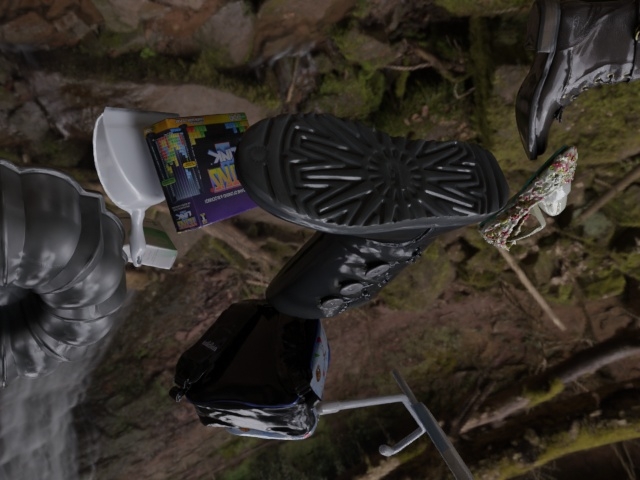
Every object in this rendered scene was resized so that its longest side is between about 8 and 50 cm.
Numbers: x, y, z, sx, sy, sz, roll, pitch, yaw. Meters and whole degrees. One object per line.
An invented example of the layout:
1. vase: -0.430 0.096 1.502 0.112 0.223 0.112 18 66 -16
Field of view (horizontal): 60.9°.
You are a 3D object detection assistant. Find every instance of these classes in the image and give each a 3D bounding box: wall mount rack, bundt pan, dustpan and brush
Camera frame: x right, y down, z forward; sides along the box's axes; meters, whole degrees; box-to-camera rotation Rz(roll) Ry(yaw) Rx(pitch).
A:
1. wall mount rack: 0.142 0.342 0.796 0.131 0.350 0.304 -35 139 1
2. bundt pan: -0.402 0.066 0.689 0.331 0.124 0.330 -19 137 -19
3. dustpan and brush: -0.248 -0.068 0.749 0.060 0.211 0.147 -2 -173 28

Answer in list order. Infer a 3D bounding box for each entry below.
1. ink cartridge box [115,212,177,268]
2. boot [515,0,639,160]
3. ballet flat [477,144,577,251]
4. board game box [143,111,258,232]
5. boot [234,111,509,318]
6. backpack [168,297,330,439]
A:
1. ink cartridge box: -0.436 -0.015 1.155 0.225 0.056 0.181 17 -166 -34
2. boot: 0.418 -0.241 0.797 0.229 0.262 0.091 0 -149 5
3. ballet flat: 0.355 -0.061 0.901 0.091 0.077 0.241 -31 165 -31
4. board game box: -0.147 -0.099 0.749 0.048 0.141 0.170 -14 -172 31
5. boot: 0.002 0.001 0.836 0.367 0.146 0.445 6 157 -21
6. backpack: -0.097 0.237 1.042 0.277 0.213 0.263 2 -135 15
